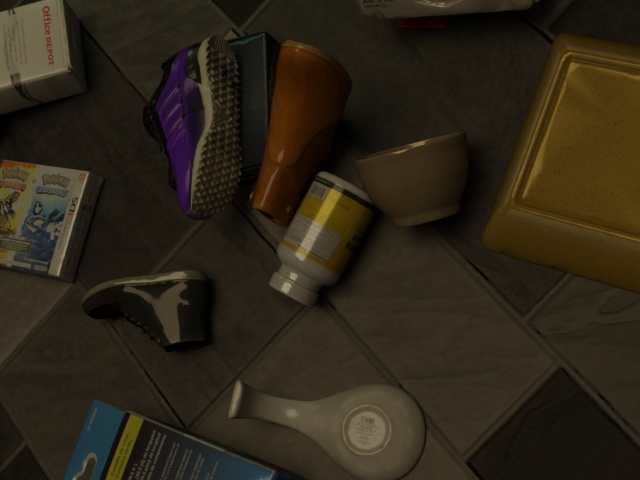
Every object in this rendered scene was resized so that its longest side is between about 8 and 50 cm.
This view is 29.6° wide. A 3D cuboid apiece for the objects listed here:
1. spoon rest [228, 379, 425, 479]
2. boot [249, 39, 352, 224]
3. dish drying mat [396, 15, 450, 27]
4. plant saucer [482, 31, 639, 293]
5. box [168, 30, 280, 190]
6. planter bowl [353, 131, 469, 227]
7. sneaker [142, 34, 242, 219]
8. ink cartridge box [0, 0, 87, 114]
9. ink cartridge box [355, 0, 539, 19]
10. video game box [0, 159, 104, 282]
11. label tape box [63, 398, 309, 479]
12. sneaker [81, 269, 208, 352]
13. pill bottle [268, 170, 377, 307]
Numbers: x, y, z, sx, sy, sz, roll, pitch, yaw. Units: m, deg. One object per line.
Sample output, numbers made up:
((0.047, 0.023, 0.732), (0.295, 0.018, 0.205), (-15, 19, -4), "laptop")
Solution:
((0.014, 0.253, 1.699), (0.276, 0.084, 0.137), (12, 81, 17), "spoon rest")
((-0.039, -0.138, 1.720), (0.104, 0.295, 0.211), (22, 77, 12), "boot")
((0.157, -0.336, 1.835), (0.083, 0.008, 0.032), (6, 77, 30), "dish drying mat")
((0.398, -0.113, 1.594), (0.332, 0.081, 0.333), (17, 82, 31), "plant saucer")
((-0.151, -0.201, 1.928), (0.183, 0.059, 0.233), (-9, 71, 25), "box")
((0.136, -0.080, 1.692), (0.162, 0.162, 0.109), (-12, 95, 25), "planter bowl")
((-0.206, -0.163, 1.860), (0.146, 0.102, 0.293), (-10, 67, 29), "sneaker")
((-0.529, -0.318, 2.119), (0.217, 0.092, 0.159), (-14, 68, 8), "ink cartridge box")
((0.197, -0.525, 1.739), (0.279, 0.160, 0.385), (0, 62, 27), "ink cartridge box")
((-0.482, -0.036, 2.063), (0.205, 0.048, 0.187), (8, 76, 30), "video game box")
((-0.216, 0.401, 1.748), (0.347, 0.115, 0.249), (15, 82, 34), "label tape box")
((-0.277, 0.121, 1.882), (0.222, 0.083, 0.118), (-12, 70, 24), "sneaker")
((0.000, 0.000, 1.758), (0.103, 0.103, 0.184), (28, 89, 32), "pill bottle")
